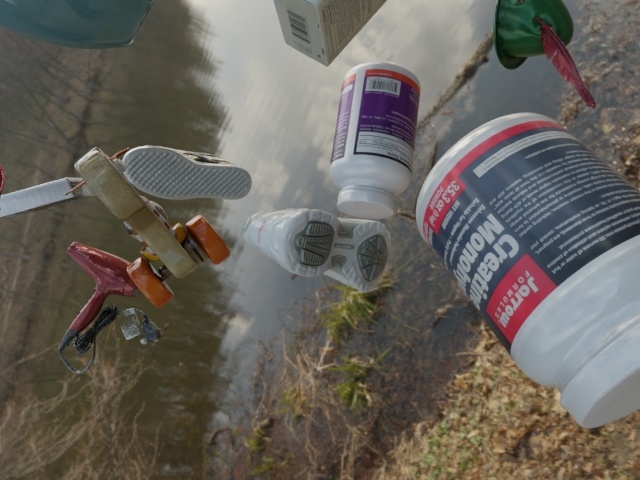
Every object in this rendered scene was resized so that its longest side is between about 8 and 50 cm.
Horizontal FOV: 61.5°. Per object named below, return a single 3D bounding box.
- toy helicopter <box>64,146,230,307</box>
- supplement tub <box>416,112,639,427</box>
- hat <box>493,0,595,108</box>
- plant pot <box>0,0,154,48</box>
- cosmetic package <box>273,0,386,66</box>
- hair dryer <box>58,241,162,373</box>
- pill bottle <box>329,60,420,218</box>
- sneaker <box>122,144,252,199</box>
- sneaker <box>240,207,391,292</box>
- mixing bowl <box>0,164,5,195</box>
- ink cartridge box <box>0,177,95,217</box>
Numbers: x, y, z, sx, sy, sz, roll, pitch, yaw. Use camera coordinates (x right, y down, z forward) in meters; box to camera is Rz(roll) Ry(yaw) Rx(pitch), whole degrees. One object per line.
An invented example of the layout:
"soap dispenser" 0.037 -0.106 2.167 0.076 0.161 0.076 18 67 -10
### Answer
"toy helicopter" -0.253 -0.051 0.726 0.140 0.235 0.355 -38 -5 -12
"supplement tub" 0.236 0.019 0.532 0.191 0.191 0.272 -56 44 29
"hat" 0.412 -0.360 0.898 0.183 0.173 0.208 23 137 42
"plant pot" -0.368 -0.425 0.862 0.290 0.195 0.290 -44 29 33
"cosmetic package" 0.057 -0.496 0.991 0.309 0.113 0.160 -51 -19 -13
"hair dryer" -0.507 0.132 1.228 0.293 0.224 0.080 68 159 12
"pill bottle" 0.120 -0.219 1.202 0.181 0.181 0.323 -14 64 58
"sneaker" -0.344 -0.167 1.360 0.127 0.321 0.126 30 108 56
"sneaker" 0.000 0.000 0.659 0.115 0.232 0.090 18 88 39
"mixing bowl" -0.501 -0.039 0.686 0.181 0.181 0.098 -105 25 -45
"ink cartridge box" -0.569 -0.080 1.063 0.206 0.208 0.045 -146 42 -78
